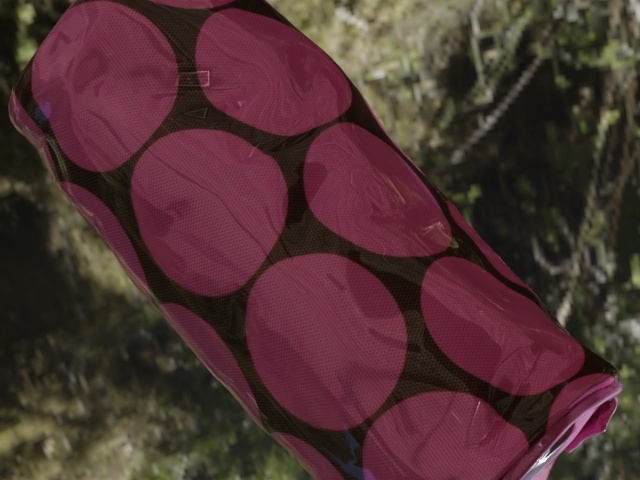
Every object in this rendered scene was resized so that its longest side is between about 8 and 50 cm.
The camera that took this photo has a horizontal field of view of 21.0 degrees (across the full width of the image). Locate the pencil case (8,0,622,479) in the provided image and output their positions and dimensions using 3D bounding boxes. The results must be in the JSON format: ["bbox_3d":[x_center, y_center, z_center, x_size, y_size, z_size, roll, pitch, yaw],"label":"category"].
[{"bbox_3d":[0.000,0.000,0.528,0.098,0.095,0.209,-23,-114,-43],"label":"pencil case"}]
